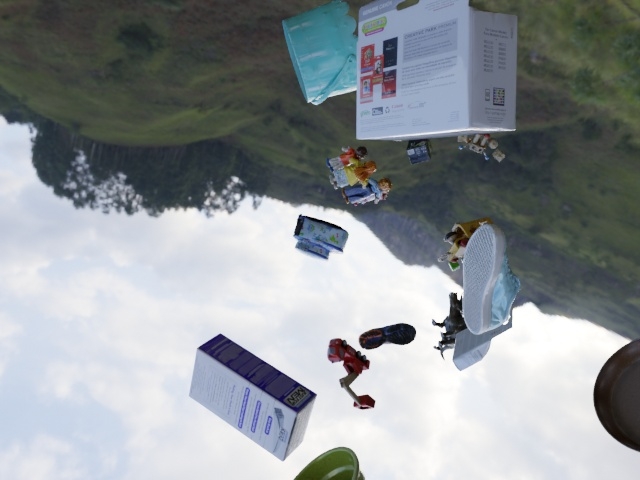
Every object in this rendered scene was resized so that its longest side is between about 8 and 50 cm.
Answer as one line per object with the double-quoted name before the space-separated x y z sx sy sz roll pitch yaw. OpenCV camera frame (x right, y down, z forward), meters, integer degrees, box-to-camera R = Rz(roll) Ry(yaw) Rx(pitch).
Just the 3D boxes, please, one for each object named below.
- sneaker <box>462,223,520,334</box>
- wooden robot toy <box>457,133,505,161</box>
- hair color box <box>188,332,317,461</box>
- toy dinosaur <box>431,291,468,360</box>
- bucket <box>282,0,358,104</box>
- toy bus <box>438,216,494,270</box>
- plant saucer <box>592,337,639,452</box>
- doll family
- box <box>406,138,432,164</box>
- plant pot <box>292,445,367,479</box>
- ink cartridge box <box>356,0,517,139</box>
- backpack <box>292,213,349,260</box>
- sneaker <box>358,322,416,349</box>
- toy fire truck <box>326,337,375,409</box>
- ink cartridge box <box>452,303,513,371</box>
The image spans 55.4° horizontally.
"sneaker" 0.504 0.100 1.760 0.150 0.365 0.135 -14 -142 -19
"wooden robot toy" 0.512 -0.319 1.958 0.173 0.076 0.079 20 -151 -8
"hair color box" -0.190 0.420 1.658 0.339 0.185 0.110 28 -149 23
"toy dinosaur" 0.525 0.363 2.396 0.161 0.313 0.121 -15 -154 -14
"bucket" 0.012 -0.536 1.747 0.183 0.281 0.281 -18 -150 0
"toy bus" 0.452 -0.007 1.902 0.202 0.191 0.104 28 -149 -56
"plant saucer" 0.780 0.348 1.372 0.050 0.311 0.310 45 -167 -28
"doll family" 0.138 -0.186 1.969 0.263 0.163 0.118 51 -148 -38
"box" 0.296 -0.272 1.819 0.062 0.052 0.083 -12 -153 22
"plant pot" 0.065 0.693 1.472 0.254 0.276 0.276 48 -158 -11
"ink cartridge box" 0.210 -0.335 1.163 0.130 0.271 0.310 -5 -173 -35
"backpack" 0.000 0.000 1.326 0.115 0.084 0.105 15 175 5
"sneaker" 0.234 0.333 2.166 0.221 0.083 0.087 -4 -178 -11
"toy fire truck" 0.084 0.371 1.688 0.192 0.047 0.135 41 -133 -29
"ink cartridge box" 0.552 0.322 2.028 0.066 0.232 0.189 56 -155 -7
